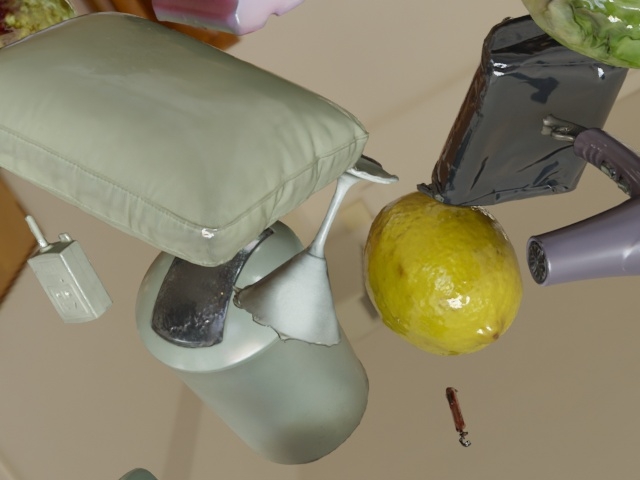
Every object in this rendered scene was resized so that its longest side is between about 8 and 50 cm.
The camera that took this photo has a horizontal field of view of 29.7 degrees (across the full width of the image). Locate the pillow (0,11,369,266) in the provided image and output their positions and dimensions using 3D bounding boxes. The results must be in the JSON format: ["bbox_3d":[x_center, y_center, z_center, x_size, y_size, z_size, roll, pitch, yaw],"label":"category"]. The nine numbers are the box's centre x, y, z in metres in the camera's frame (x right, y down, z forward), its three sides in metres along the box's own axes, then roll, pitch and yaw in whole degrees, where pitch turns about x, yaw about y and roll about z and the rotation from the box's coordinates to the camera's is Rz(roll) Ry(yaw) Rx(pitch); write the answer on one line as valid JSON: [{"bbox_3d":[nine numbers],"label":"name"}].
[{"bbox_3d":[-0.146,-0.103,1.064,0.322,0.120,0.255,27,-141,22],"label":"pillow"}]

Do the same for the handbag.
[{"bbox_3d":[0.285,-0.203,1.790,0.274,0.302,0.178,-4,-131,-19],"label":"handbag"}]

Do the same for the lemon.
[{"bbox_3d":[0.196,0.052,1.951,0.260,0.284,0.260,-23,165,-6],"label":"lemon"}]

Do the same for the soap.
[{"bbox_3d":[-0.107,-0.323,1.323,0.192,0.109,0.323,-33,-152,-22],"label":"soap"}]

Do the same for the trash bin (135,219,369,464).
[{"bbox_3d":[-0.101,0.155,1.915,0.280,0.432,0.280,-12,-128,15],"label":"trash bin"}]

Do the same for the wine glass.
[{"bbox_3d":[0.000,0.000,1.514,0.156,0.156,0.232,-109,-139,-72],"label":"wine glass"}]

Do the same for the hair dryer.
[{"bbox_3d":[0.361,-0.067,1.553,0.301,0.121,0.361,-12,-147,-12],"label":"hair dryer"}]

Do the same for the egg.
[{"bbox_3d":[-0.546,-0.351,2.019,0.289,0.238,0.238,6,-159,-1],"label":"egg"}]

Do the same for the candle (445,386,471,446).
[{"bbox_3d":[0.233,0.299,2.061,0.021,0.026,0.167,-38,-159,14],"label":"candle"}]

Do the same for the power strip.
[{"bbox_3d":[-0.349,0.038,1.631,0.075,0.175,0.042,-10,-154,39],"label":"power strip"}]

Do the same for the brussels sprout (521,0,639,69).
[{"bbox_3d":[0.331,-0.290,1.272,0.244,0.244,0.244,-29,-162,10],"label":"brussels sprout"}]

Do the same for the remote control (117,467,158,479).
[{"bbox_3d":[-0.160,0.415,1.525,0.056,0.296,0.140,-41,-175,16],"label":"remote control"}]
